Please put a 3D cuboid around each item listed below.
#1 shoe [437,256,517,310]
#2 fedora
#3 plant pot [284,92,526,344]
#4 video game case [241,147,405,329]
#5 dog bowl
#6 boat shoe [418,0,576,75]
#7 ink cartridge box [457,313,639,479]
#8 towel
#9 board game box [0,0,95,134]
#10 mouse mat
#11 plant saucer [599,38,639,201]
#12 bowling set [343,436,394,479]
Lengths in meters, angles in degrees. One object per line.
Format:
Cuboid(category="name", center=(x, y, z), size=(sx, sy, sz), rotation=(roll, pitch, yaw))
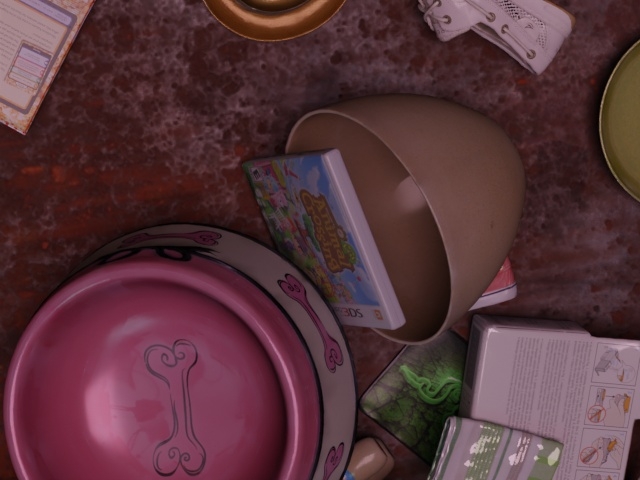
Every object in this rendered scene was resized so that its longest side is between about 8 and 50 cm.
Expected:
Cuboid(category="shoe", center=(0.149, 0.049, 1.596), size=(0.178, 0.063, 0.081), rotation=(-16, 101, -10))
Cuboid(category="fedora", center=(-0.046, -0.317, 1.490), size=(0.194, 0.079, 0.194), rotation=(-2, 100, -8))
Cuboid(category="plant pot", center=(0.119, -0.052, 1.487), size=(0.191, 0.284, 0.284), rotation=(-29, 104, -28))
Cuboid(category="video game case", center=(0.000, 0.000, 1.502), size=(0.023, 0.193, 0.212), rotation=(-28, 104, -28))
Cuboid(category="dog bowl", center=(-0.168, 0.186, 1.462), size=(0.408, 0.150, 0.408), rotation=(1, 93, 11))
Cuboid(category="boat shoe", center=(0.160, -0.275, 1.517), size=(0.277, 0.098, 0.096), rotation=(25, 95, -13))
Cuboid(category="ink cartridge box", center=(0.301, 0.249, 1.646), size=(0.261, 0.066, 0.296), rotation=(5, 102, -11))
Cuboid(category="towel", center=(0.210, 0.279, 1.593), size=(0.152, 0.023, 0.113), rotation=(15, 100, -11))
Cuboid(category="board game box", center=(-0.352, -0.238, 1.478), size=(0.147, 0.045, 0.193), rotation=(28, 95, -12))
Cuboid(category="mouse mat", center=(0.161, 0.206, 1.653), size=(0.190, 0.007, 0.152), rotation=(40, 93, -14))
Cuboid(category="plant saucer", center=(0.451, -0.151, 1.613), size=(0.241, 0.037, 0.241), rotation=(-2, 100, -8))
Cuboid(category="bowling set", center=(0.029, 0.314, 1.563), size=(0.154, 0.200, 0.287), rotation=(-36, 99, 1))
